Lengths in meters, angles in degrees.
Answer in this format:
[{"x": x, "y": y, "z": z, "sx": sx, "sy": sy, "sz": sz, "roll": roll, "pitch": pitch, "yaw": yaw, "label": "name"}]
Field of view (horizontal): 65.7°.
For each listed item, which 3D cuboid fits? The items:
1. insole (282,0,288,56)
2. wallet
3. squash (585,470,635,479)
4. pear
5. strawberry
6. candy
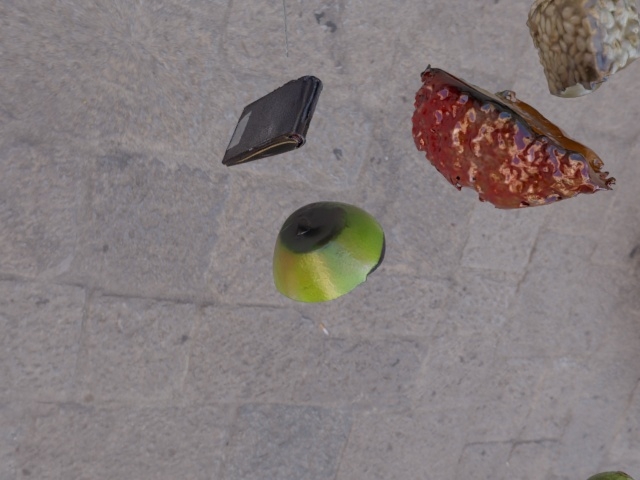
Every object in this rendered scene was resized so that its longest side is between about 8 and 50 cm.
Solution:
[{"x": -0.086, "y": -0.546, "z": 1.202, "sx": 0.006, "sy": 0.065, "sz": 0.194, "roll": -2, "pitch": 103, "yaw": 1, "label": "insole"}, {"x": -0.123, "y": -0.299, "z": 1.277, "sx": 0.262, "sy": 0.221, "sz": 0.071, "roll": -11, "pitch": 142, "yaw": 32, "label": "wallet"}, {"x": 0.192, "y": 0.265, "z": 0.350, "sx": 0.066, "sy": 0.066, "sz": 0.201, "roll": 24, "pitch": 82, "yaw": -27, "label": "squash"}, {"x": -0.004, "y": 0.000, "z": 1.543, "sx": 0.398, "sy": 0.399, "sz": 0.165, "roll": -35, "pitch": 126, "yaw": -5, "label": "pear"}, {"x": 0.147, "y": -0.083, "z": 0.428, "sx": 0.140, "sy": 0.192, "sz": 0.085, "roll": -23, "pitch": 146, "yaw": -57, "label": "strawberry"}, {"x": 0.244, "y": -0.191, "z": 0.455, "sx": 0.085, "sy": 0.095, "sz": 0.110, "roll": -34, "pitch": 100, "yaw": -15, "label": "candy"}]
